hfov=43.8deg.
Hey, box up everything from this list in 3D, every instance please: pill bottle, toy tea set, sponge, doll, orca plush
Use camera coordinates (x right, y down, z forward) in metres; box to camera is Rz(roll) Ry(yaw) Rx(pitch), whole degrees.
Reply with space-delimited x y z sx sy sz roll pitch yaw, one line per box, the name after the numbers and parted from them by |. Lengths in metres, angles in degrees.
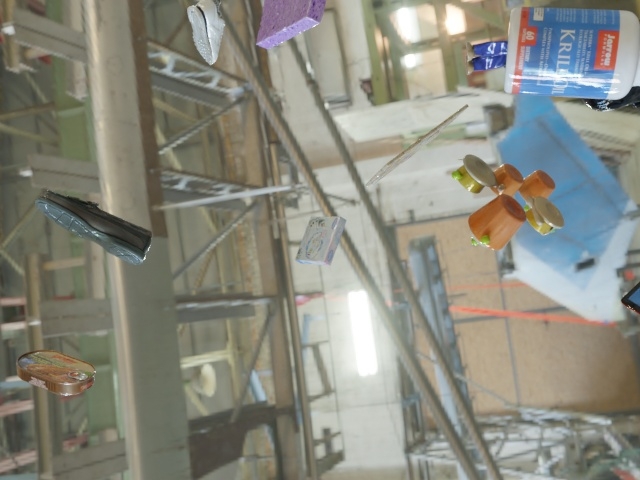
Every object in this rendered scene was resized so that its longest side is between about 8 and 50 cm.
0.376 -0.263 1.121 0.124 0.222 0.124 5 -90 -78 | pill bottle
0.404 -0.069 1.725 0.336 0.124 0.200 3 -129 -42 | toy tea set
-0.048 -0.404 1.352 0.031 0.210 0.117 14 -96 -28 | sponge
0.382 -0.361 1.561 0.129 0.189 0.046 78 -169 -56 | doll
0.666 -0.311 1.553 0.102 0.287 0.151 -88 -14 -51 | orca plush

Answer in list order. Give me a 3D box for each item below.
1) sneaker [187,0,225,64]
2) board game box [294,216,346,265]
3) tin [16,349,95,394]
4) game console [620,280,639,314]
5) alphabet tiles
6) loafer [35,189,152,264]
-0.325 -0.621 2.375 0.090 0.095 0.235 44 159 19 | sneaker
0.000 0.000 1.447 0.020 0.090 0.090 29 -105 -33 | board game box
-0.582 0.289 1.750 0.106 0.190 0.040 -32 -49 -56 | tin
0.707 0.108 1.615 0.144 0.124 0.085 -28 -97 -42 | game console
0.172 -0.170 1.540 0.009 0.198 0.237 52 166 2 | alphabet tiles
-0.503 -0.043 1.786 0.268 0.096 0.084 34 -119 -21 | loafer
